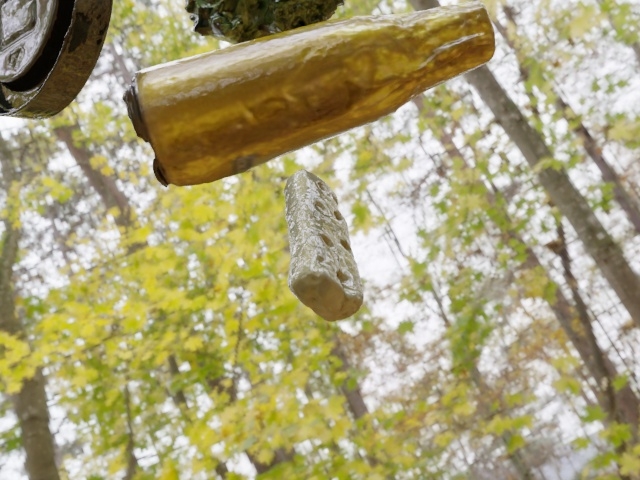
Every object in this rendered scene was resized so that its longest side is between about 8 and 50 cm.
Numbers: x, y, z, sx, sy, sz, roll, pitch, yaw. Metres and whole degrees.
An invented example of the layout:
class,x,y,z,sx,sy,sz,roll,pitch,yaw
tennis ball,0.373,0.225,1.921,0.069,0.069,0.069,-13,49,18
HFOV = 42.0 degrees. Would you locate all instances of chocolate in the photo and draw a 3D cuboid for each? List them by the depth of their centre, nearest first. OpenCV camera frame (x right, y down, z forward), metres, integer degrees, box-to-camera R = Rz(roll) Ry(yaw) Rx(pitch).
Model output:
class,x,y,z,sx,sy,sz,roll,pitch,yaw
chocolate,-0.004,-0.193,1.024,0.446,0.162,0.162,-16,-22,2

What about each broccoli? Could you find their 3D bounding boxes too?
class,x,y,z,sx,sy,sz,roll,pitch,yaw
broccoli,-0.087,-0.494,1.361,0.375,0.249,0.302,-38,-53,23

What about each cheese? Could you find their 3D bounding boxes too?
class,x,y,z,sx,sy,sz,roll,pitch,yaw
cheese,0.000,0.000,0.729,0.065,0.194,0.043,33,-68,-21

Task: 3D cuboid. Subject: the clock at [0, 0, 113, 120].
class,x,y,z,sx,sy,sz,roll,pitch,yaw
clock,-0.411,-0.328,1.197,0.066,0.318,0.319,9,-41,-48
